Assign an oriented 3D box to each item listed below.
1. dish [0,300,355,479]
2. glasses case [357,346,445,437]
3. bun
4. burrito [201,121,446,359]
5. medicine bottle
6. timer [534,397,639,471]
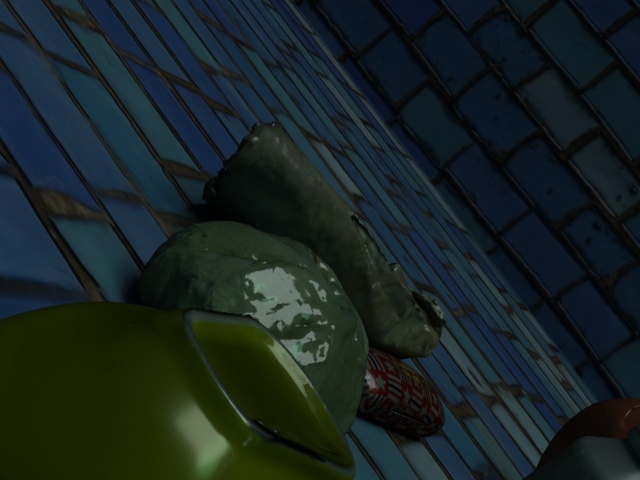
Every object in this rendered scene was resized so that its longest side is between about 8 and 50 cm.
[{"bbox_3d":[-0.067,0.105,0.722,0.221,0.108,0.262,56,12,27],"label":"dish"},{"bbox_3d":[0.068,0.141,1.295,0.073,0.049,0.194,56,12,28],"label":"glasses case"},{"bbox_3d":[-0.037,0.063,0.957,0.195,0.118,0.195,49,14,-17],"label":"bun"},{"bbox_3d":[-0.007,-0.004,1.308,0.348,0.107,0.175,45,-12,-35],"label":"burrito"},{"bbox_3d":[0.260,0.256,1.259,0.135,0.215,0.135,49,11,-13],"label":"medicine bottle"},{"bbox_3d":[0.349,0.292,1.479,0.215,0.229,0.229,39,13,-11],"label":"timer"}]
